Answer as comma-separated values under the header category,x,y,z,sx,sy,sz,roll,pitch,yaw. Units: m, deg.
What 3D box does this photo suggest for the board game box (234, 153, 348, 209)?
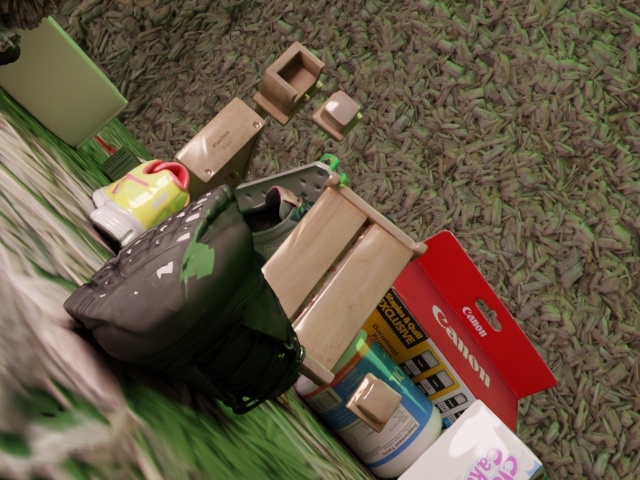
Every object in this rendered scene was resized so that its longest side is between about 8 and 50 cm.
category,x,y,z,sx,sy,sz,roll,pitch,yaw
board game box,-0.022,0.036,1.275,0.390,0.050,0.390,-11,-56,43

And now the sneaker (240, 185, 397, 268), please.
category,x,y,z,sx,sy,sz,roll,pitch,yaw
sneaker,-0.020,-0.019,0.989,0.112,0.319,0.131,43,-42,49

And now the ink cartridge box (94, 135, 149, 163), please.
category,x,y,z,sx,sy,sz,roll,pitch,yaw
ink cartridge box,-0.365,-0.145,1.432,0.232,0.066,0.189,51,-3,6

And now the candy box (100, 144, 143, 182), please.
category,x,y,z,sx,sy,sz,roll,pitch,yaw
candy box,-0.236,-0.047,1.019,0.187,0.053,0.109,47,-4,27

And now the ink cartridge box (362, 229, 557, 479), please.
category,x,y,z,sx,sy,sz,roll,pitch,yaw
ink cartridge box,0.154,0.182,1.020,0.309,0.272,0.130,52,30,-9

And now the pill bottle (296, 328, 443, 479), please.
category,x,y,z,sx,sy,sz,roll,pitch,yaw
pill bottle,0.083,0.235,0.919,0.221,0.124,0.124,48,-4,-5

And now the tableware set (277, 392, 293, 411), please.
category,x,y,z,sx,sy,sz,roll,pitch,yaw
tableware set,-0.082,0.109,0.694,0.168,0.020,0.141,42,-11,25

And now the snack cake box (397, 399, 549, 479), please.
category,x,y,z,sx,sy,sz,roll,pitch,yaw
snack cake box,0.168,0.287,0.738,0.089,0.152,0.264,45,-4,35

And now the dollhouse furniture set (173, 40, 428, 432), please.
category,x,y,z,sx,sy,sz,roll,pitch,yaw
dollhouse furniture set,0.000,0.000,0.834,0.355,0.303,0.174,40,-21,0

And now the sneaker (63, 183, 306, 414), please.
category,x,y,z,sx,sy,sz,roll,pitch,yaw
sneaker,-0.062,0.049,0.437,0.130,0.109,0.286,53,-2,2

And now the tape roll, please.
category,x,y,z,sx,sy,sz,roll,pitch,yaw
tape roll,-0.391,-0.259,0.918,0.286,0.100,0.286,47,-5,5

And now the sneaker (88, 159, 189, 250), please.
category,x,y,z,sx,sy,sz,roll,pitch,yaw
sneaker,-0.168,-0.039,0.682,0.081,0.094,0.208,47,-5,-20

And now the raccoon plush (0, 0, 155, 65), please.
category,x,y,z,sx,sy,sz,roll,pitch,yaw
raccoon plush,-0.260,-0.326,0.571,0.216,0.299,0.446,62,1,9
